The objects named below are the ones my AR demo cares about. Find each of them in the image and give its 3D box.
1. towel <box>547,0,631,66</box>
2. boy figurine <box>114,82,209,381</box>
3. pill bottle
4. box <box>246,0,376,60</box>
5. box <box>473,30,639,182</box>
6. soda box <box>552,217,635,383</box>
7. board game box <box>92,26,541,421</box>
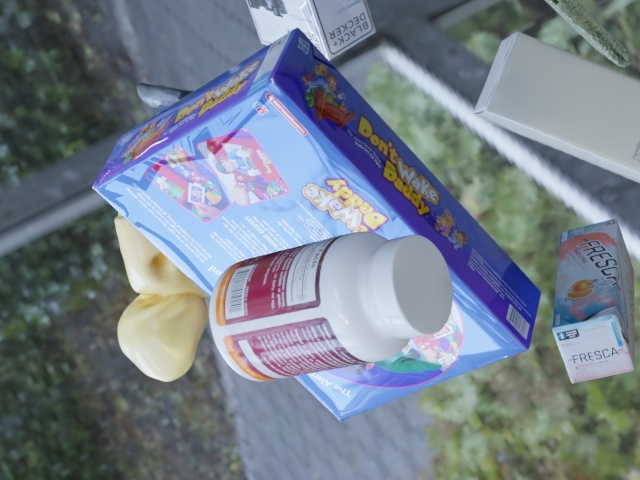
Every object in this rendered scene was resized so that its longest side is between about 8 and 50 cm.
[{"bbox_3d":[0.341,-0.287,1.950,0.148,0.027,0.110,39,-169,-20],"label":"towel"},{"bbox_3d":[-0.134,-0.006,1.468,0.092,0.177,0.285,11,98,40],"label":"boy figurine"},{"bbox_3d":[0.007,0.042,0.981,0.152,0.086,0.086,-13,107,39],"label":"pill bottle"},{"bbox_3d":[-0.045,-0.393,1.982,0.169,0.087,0.290,23,141,49],"label":"box"},{"bbox_3d":[0.340,-0.157,1.865,0.275,0.113,0.094,23,180,-4],"label":"box"},{"bbox_3d":[0.248,0.051,1.348,0.183,0.058,0.063,-70,-39,-60],"label":"soda box"},{"bbox_3d":[0.000,0.000,1.352,0.233,0.078,0.347,-26,120,37],"label":"board game box"}]
